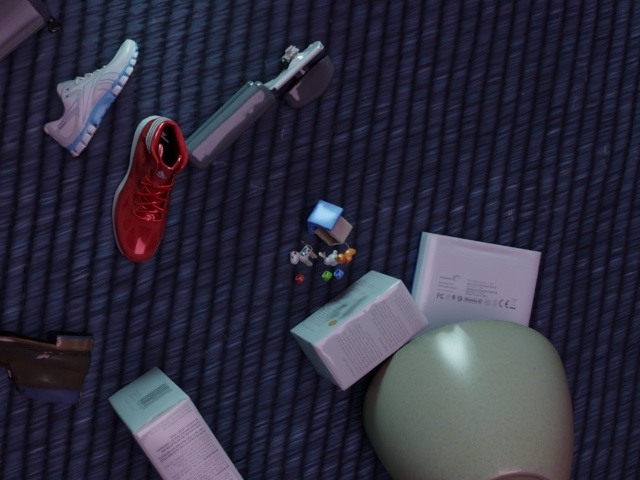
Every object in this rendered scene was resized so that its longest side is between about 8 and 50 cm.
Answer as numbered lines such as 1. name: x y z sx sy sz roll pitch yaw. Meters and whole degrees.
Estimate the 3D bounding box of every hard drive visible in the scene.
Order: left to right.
1. hard drive: 0.239 0.159 1.886 0.210 0.040 0.318 9 92 -19

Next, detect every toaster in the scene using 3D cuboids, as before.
1. toaster: -0.478 -0.326 1.556 0.146 0.129 0.227 -44 130 -6

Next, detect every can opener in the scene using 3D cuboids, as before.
1. can opener: -0.090 -0.202 1.730 0.280 0.074 0.093 -40 106 -10

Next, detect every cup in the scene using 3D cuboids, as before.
1. cup: 0.247 0.320 1.731 0.331 0.237 0.331 -6 127 -7

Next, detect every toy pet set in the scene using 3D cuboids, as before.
1. toy pet set: 0.000 0.000 1.757 0.065 0.122 0.114 42 62 -24

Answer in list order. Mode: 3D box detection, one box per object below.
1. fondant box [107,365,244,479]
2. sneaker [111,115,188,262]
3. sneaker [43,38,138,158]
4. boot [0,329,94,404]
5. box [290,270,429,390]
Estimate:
1. fondant box: -0.169 0.359 1.669 0.096 0.238 0.330 -33 104 -14
2. sneaker: -0.250 -0.074 1.661 0.087 0.128 0.221 5 92 -17
3. sneaker: -0.334 -0.219 1.655 0.083 0.071 0.190 33 84 -12
4. boot: -0.439 0.185 1.649 0.219 0.082 0.106 3 91 -20
5. box: 0.059 0.137 1.779 0.170 0.130 0.091 -36 105 -11
